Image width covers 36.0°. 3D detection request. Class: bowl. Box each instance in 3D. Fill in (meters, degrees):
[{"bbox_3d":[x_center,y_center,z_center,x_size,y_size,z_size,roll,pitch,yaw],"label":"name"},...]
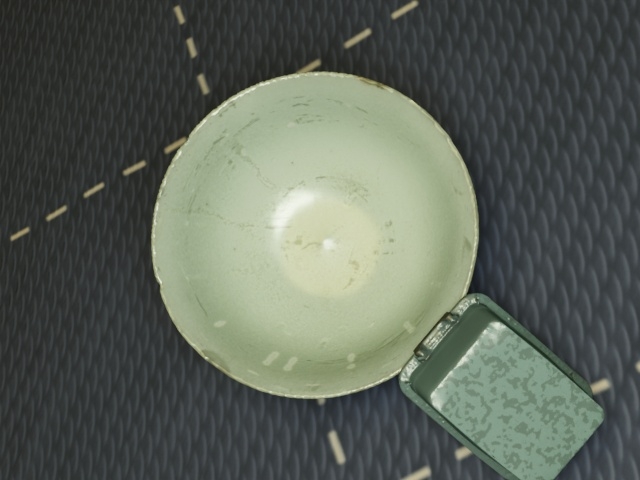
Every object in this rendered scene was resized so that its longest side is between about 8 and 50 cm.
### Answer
[{"bbox_3d":[0.000,0.000,1.371,0.434,0.196,0.435,-1,83,7],"label":"bowl"}]

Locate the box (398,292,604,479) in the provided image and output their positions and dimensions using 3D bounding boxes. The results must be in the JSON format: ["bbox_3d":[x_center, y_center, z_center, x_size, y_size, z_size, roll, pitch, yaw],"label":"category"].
[{"bbox_3d":[0.224,0.189,1.203,0.227,0.130,0.162,40,91,-9],"label":"box"}]
